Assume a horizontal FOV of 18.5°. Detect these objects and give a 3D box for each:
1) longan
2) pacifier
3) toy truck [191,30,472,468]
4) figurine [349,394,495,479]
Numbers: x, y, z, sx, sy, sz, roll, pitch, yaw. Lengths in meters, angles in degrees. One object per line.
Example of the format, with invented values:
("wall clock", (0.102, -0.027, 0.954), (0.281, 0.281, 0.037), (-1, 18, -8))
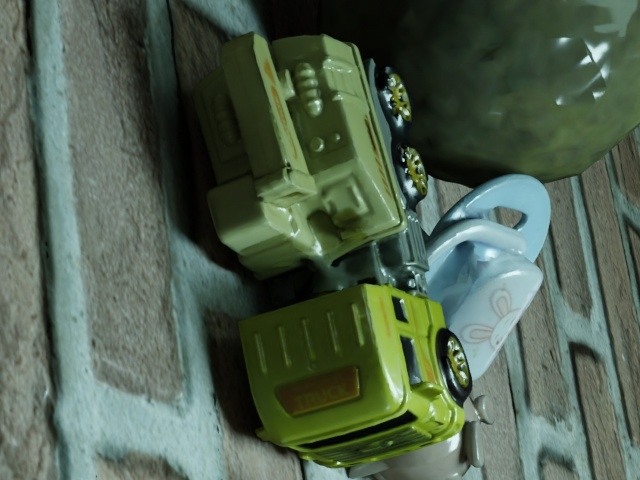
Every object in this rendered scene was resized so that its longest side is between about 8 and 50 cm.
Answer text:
("longan", (0.188, -0.242, 2.100), (0.391, 0.391, 0.391), (45, 35, -46))
("pacifier", (0.105, 0.031, 2.054), (0.226, 0.287, 0.238), (38, 18, 36))
("toy truck", (0.000, 0.000, 1.834), (0.254, 0.181, 0.405), (19, 56, -63))
("figurine", (0.104, 0.198, 1.974), (0.125, 0.138, 0.125), (-14, 90, -70))
